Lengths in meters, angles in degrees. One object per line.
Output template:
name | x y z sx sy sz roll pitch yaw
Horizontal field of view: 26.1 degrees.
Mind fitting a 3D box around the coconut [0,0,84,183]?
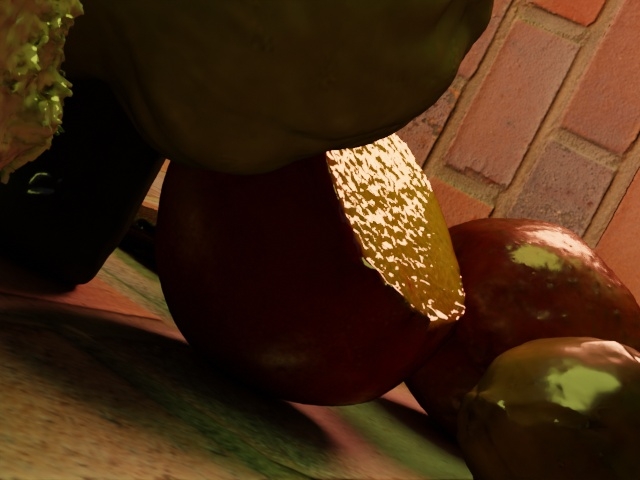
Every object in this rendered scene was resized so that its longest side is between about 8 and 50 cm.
coconut | -0.213 -0.099 0.488 0.233 0.233 0.245 29 4 14

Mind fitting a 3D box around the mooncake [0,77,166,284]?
mooncake | -0.144 -0.062 0.850 0.104 0.175 0.168 28 -32 -13

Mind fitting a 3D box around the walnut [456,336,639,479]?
walnut | 0.176 0.127 0.843 0.245 0.137 0.137 17 11 -38

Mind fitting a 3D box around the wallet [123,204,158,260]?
wallet | -0.080 0.017 1.156 0.133 0.039 0.243 27 5 36

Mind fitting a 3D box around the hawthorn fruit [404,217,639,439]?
hawthorn fruit | 0.129 0.065 0.993 0.200 0.179 0.179 20 9 -47

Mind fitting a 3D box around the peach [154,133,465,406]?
peach | 0.000 0.000 0.821 0.192 0.190 0.190 10 -7 36

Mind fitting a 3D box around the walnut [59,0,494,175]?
walnut | -0.038 -0.179 0.692 0.253 0.282 0.277 -8 24 33
